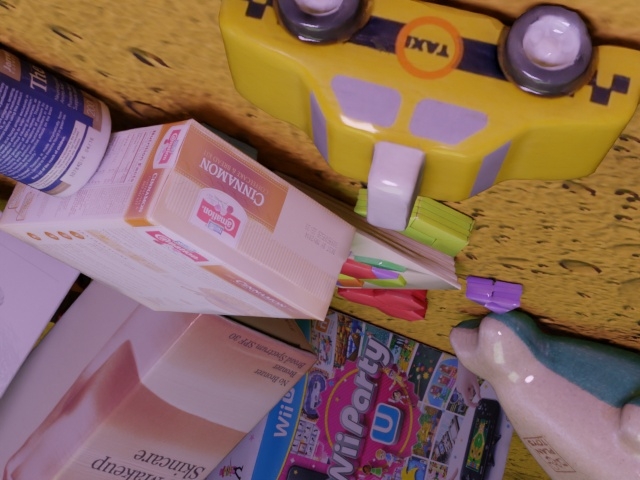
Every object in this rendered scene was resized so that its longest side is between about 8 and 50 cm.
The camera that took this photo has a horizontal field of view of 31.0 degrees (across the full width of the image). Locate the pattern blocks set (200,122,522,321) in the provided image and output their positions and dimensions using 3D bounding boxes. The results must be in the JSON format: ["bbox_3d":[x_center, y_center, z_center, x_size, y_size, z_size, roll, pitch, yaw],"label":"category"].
[{"bbox_3d":[0.000,0.000,0.850,0.325,0.026,0.285,22,164,-24],"label":"pattern blocks set"}]

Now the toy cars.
[{"bbox_3d":[-0.037,-0.088,0.435,0.394,0.087,0.176,25,162,-35],"label":"toy cars"}]

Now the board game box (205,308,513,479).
[{"bbox_3d":[0.049,0.210,1.195,0.303,0.224,0.097,22,165,-28],"label":"board game box"}]

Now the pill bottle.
[{"bbox_3d":[-0.188,-0.076,0.671,0.120,0.067,0.067,26,162,-38],"label":"pill bottle"}]

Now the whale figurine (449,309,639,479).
[{"bbox_3d":[0.242,0.137,0.982,0.272,0.141,0.216,41,163,-2],"label":"whale figurine"}]

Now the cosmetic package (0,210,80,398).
[{"bbox_3d":[-0.356,0.057,0.939,0.224,0.224,0.138,35,158,-17],"label":"cosmetic package"}]

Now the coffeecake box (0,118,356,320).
[{"bbox_3d":[-0.095,-0.008,0.743,0.142,0.068,0.186,33,158,-36],"label":"coffeecake box"}]

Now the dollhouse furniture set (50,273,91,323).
[{"bbox_3d":[-0.260,0.083,1.200,0.259,0.135,0.262,13,165,9],"label":"dollhouse furniture set"}]

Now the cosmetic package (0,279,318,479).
[{"bbox_3d":[-0.166,0.143,0.993,0.153,0.296,0.129,27,-159,-45],"label":"cosmetic package"}]
